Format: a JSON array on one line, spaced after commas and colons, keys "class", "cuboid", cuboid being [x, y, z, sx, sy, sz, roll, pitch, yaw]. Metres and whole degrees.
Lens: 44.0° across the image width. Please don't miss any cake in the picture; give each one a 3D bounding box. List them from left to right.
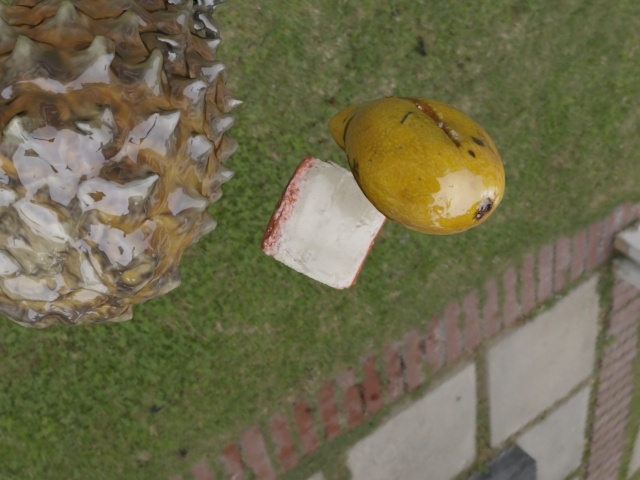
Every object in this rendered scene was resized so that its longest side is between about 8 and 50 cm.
[{"class": "cake", "cuboid": [0.000, 0.000, 1.248, 0.159, 0.158, 0.262, -61, 177, -16]}]

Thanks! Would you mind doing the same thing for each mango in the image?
[{"class": "mango", "cuboid": [0.113, -0.112, 0.968, 0.177, 0.295, 0.120, -9, 127, -19]}]

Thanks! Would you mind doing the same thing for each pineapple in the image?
[{"class": "pineapple", "cuboid": [-0.122, -0.109, 0.497, 0.175, 0.361, 0.175, 2, 128, 3]}]
